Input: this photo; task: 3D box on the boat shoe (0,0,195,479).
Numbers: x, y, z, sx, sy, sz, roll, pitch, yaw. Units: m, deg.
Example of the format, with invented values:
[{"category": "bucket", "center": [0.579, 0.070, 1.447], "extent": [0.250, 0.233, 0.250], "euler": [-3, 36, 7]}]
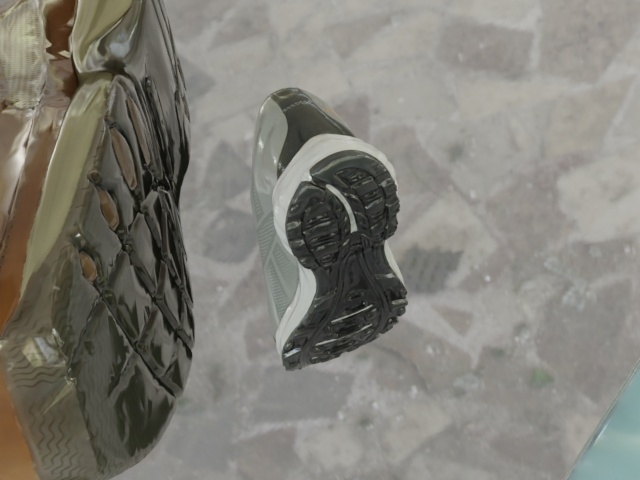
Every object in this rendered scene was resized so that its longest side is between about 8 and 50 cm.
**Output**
[{"category": "boat shoe", "center": [-0.119, -0.019, 0.475], "extent": [0.119, 0.123, 0.324], "euler": [-10, 29, 1]}]

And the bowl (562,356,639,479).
[{"category": "bowl", "center": [0.352, 0.156, 1.050], "extent": [0.163, 0.311, 0.311], "euler": [33, 66, 15]}]

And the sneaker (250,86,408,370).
[{"category": "sneaker", "center": [0.000, 0.000, 0.848], "extent": [0.100, 0.272, 0.108], "euler": [-19, 54, -15]}]
